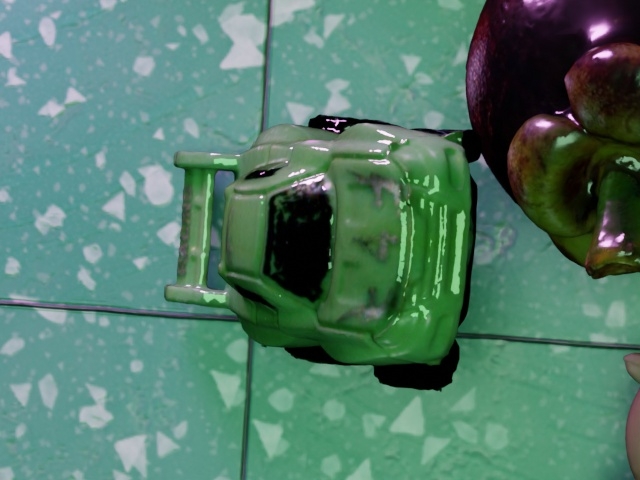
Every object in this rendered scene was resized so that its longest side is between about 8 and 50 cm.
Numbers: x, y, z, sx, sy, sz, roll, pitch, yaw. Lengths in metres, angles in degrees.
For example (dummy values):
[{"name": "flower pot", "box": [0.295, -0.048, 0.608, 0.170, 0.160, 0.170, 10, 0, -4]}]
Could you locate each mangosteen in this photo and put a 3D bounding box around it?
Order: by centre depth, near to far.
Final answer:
[{"name": "mangosteen", "box": [0.254, -0.127, 1.242, 0.297, 0.313, 0.297, 0, 90, 22]}]

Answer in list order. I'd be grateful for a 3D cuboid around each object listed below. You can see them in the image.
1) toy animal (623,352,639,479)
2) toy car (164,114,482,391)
[{"name": "toy animal", "box": [0.331, 0.236, 1.290, 0.213, 0.195, 0.256, 12, 95, 18]}, {"name": "toy car", "box": [0.000, 0.000, 1.314, 0.176, 0.359, 0.213, 5, 92, -21]}]
